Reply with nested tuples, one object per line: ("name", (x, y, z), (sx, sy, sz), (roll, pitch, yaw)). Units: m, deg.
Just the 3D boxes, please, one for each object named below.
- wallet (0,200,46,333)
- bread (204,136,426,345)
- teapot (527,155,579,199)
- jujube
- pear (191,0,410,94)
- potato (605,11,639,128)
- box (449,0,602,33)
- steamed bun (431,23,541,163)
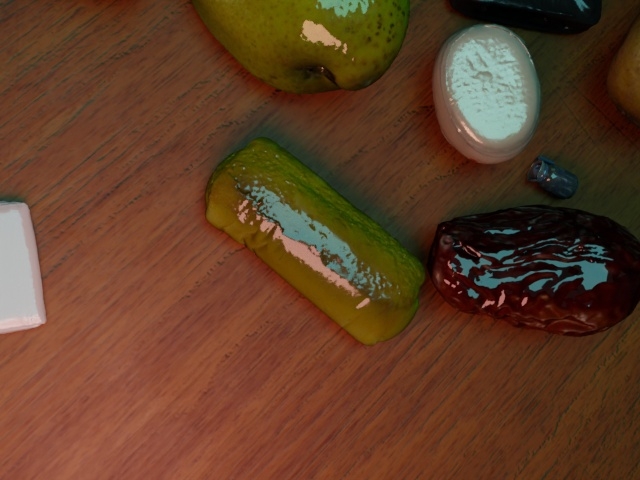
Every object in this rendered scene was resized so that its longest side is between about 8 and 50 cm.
("wallet", (-0.446, 0.035, 1.132), (0.095, 0.033, 0.190), (-10, 86, -19))
("bread", (0.000, 0.000, 1.229), (0.383, 0.112, 0.166), (39, 74, -8))
("teapot", (0.409, -0.113, 1.401), (0.083, 0.049, 0.064), (27, 76, -12))
("jujube", (0.339, 0.048, 1.291), (0.342, 0.216, 0.216), (6, 81, -10))
("pear", (0.000, -0.375, 1.219), (0.342, 0.238, 0.318), (-21, 81, -18))
("potato", (0.685, -0.297, 1.449), (0.296, 0.290, 0.397), (-49, 139, 11))
("box", (0.371, -0.523, 1.432), (0.289, 0.073, 0.289), (6, 81, -16))
("steamed bun", (0.269, -0.237, 1.333), (0.177, 0.131, 0.228), (-14, 88, -8))
